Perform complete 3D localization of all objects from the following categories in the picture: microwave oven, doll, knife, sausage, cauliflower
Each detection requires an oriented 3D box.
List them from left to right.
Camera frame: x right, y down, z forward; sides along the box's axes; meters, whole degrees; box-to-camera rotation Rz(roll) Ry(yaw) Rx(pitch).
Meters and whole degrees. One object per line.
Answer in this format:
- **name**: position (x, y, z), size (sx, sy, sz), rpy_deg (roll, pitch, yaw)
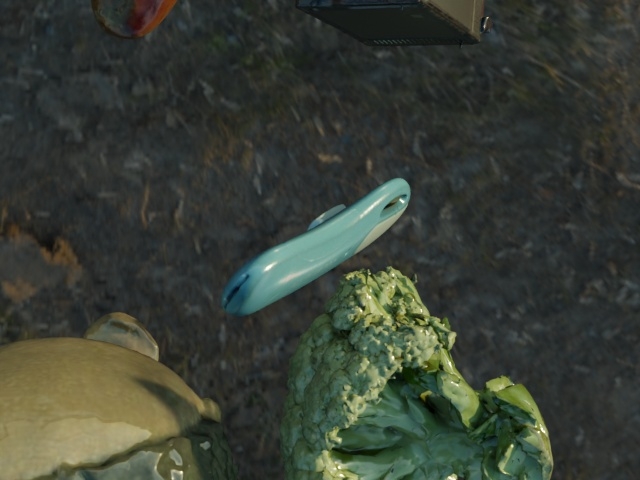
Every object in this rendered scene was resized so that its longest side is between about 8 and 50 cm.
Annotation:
- **doll**: position (-0.150, 0.223, 0.699), size (0.247, 0.247, 0.349), rpy_deg (-9, 97, -7)
- **sausage**: position (-0.131, -0.329, 1.224), size (0.076, 0.103, 0.302), rpy_deg (35, 116, 12)
- **knife**: position (0.000, 0.000, 0.810), size (0.031, 0.222, 0.064), rpy_deg (44, 120, 10)
- **microwave oven**: position (0.100, -0.354, 1.590), size (0.178, 0.247, 0.188), rpy_deg (7, 88, 26)
- **cauliflower**: position (0.092, 0.163, 1.155), size (0.250, 0.275, 0.272), rpy_deg (4, 86, 21)
